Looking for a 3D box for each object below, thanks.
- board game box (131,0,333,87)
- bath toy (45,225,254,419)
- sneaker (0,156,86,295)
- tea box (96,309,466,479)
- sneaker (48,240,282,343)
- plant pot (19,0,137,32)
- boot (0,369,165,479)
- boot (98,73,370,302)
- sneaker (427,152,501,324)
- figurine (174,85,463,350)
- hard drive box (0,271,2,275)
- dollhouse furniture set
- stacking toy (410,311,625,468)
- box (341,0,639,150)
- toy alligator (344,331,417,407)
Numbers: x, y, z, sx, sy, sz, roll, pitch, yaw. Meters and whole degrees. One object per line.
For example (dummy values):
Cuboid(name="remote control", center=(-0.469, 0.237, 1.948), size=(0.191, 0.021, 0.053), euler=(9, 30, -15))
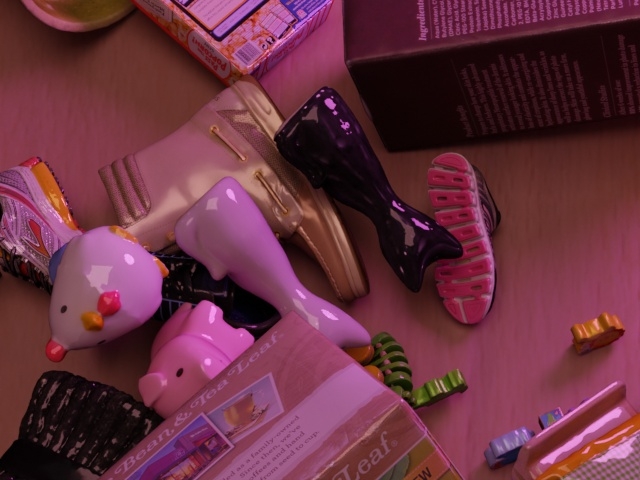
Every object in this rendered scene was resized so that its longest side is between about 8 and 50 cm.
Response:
Cuboid(name="board game box", center=(-0.106, -0.268, 1.694), size=(0.193, 0.045, 0.147), euler=(42, 62, 8))
Cuboid(name="bath toy", center=(-0.104, 0.131, 1.419), size=(0.348, 0.151, 0.129), euler=(40, 70, -15))
Cuboid(name="sneaker", center=(-0.280, 0.020, 1.591), size=(0.092, 0.088, 0.225), euler=(-22, 57, -22))
Cuboid(name="tea box", center=(-0.022, 0.299, 1.281), size=(0.329, 0.323, 0.220), euler=(-42, 28, -8))
Cuboid(name="sneaker", center=(-0.140, 0.042, 1.516), size=(0.232, 0.090, 0.081), euler=(19, 56, -22))
Cuboid(name="plant pot", center=(-0.317, -0.397, 1.707), size=(0.254, 0.276, 0.276), euler=(28, 71, 28))
Cuboid(name="boot", center=(-0.314, 0.234, 1.476), size=(0.348, 0.131, 0.260), euler=(19, 76, 1))
Cuboid(name="boot", center=(-0.088, -0.013, 1.591), size=(0.203, 0.095, 0.262), euler=(-31, 77, -2))
Cuboid(name="sneaker", center=(0.150, -0.002, 1.581), size=(0.063, 0.075, 0.170), euler=(-11, 85, 28))
Cuboid(name="figurine", center=(0.000, 0.000, 1.483), size=(0.215, 0.092, 0.209), euler=(-44, 92, -18))
Cuboid(name="hard drive box", center=(-0.458, 0.086, 1.581), size=(0.181, 0.089, 0.232), euler=(21, 70, 14))
Cuboid(name="dollhouse furniture set", center=(0.342, 0.176, 1.378), size=(0.301, 0.151, 0.197), euler=(-29, 71, -30))
Cuboid(name="stacking toy", center=(0.216, 0.181, 1.504), size=(0.221, 0.052, 0.167), euler=(-21, 64, -2))
Cuboid(name="box", center=(0.226, -0.210, 1.563), size=(0.381, 0.191, 0.143), euler=(-9, 64, 11))
Cuboid(name="toy alligator", center=(0.067, 0.144, 1.501), size=(0.051, 0.056, 0.190), euler=(-31, 43, 11))
